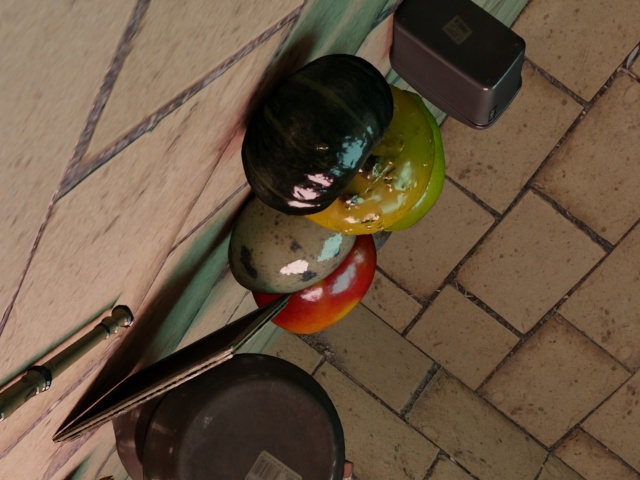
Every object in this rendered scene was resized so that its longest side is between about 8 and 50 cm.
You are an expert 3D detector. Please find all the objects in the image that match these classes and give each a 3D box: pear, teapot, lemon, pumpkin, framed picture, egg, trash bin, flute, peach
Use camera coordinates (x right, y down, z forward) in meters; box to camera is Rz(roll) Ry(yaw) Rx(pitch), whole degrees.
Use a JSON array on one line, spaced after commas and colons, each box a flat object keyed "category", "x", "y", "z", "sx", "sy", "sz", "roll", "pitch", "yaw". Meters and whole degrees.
[{"category": "pear", "x": 0.110, "y": -0.125, "z": 1.838, "sx": 0.187, "sy": 0.187, "sz": 0.220, "roll": -29, "pitch": 133, "yaw": -79}, {"category": "teapot", "x": -0.112, "y": 0.269, "z": 1.540, "sx": 0.344, "sy": 0.300, "sz": 0.253, "roll": -1, "pitch": -106, "yaw": 68}, {"category": "lemon", "x": 0.043, "y": -0.096, "z": 1.309, "sx": 0.173, "sy": 0.173, "sz": 0.206, "roll": -55, "pitch": 171, "yaw": 31}, {"category": "pumpkin", "x": -0.001, "y": -0.100, "z": 1.126, "sx": 0.167, "sy": 0.125, "sz": 0.167, "roll": -33, "pitch": 174, "yaw": -4}, {"category": "framed picture", "x": -0.173, "y": 0.154, "z": 1.431, "sx": 0.274, "sy": 0.017, "sz": 0.217, "roll": -29, "pitch": -175, "yaw": 23}, {"category": "egg", "x": -0.036, "y": -0.009, "z": 1.457, "sx": 0.181, "sy": 0.141, "sz": 0.141, "roll": -44, "pitch": 178, "yaw": 14}, {"category": "trash bin", "x": 0.178, "y": -0.240, "z": 1.548, "sx": 0.101, "sy": 0.176, "sz": 0.236, "roll": -50, "pitch": 173, "yaw": -2}, {"category": "flute", "x": -0.232, "y": 0.109, "z": 1.067, "sx": 0.027, "sy": 0.027, "sz": 0.233, "roll": -54, "pitch": 176, "yaw": 25}, {"category": "peach", "x": -0.012, "y": 0.035, "z": 1.741, "sx": 0.226, "sy": 0.189, "sz": 0.196, "roll": 82, "pitch": 1, "yaw": -74}]

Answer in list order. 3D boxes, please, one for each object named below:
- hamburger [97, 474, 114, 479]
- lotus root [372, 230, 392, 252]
[{"category": "hamburger", "x": -0.375, "y": 0.464, "z": 1.730, "sx": 0.262, "sy": 0.138, "sz": 0.243, "roll": -54, "pitch": 175, "yaw": 36}, {"category": "lotus root", "x": 0.000, "y": 0.000, "z": 1.952, "sx": 0.322, "sy": 0.140, "sz": 0.158, "roll": -42, "pitch": -165, "yaw": -34}]
